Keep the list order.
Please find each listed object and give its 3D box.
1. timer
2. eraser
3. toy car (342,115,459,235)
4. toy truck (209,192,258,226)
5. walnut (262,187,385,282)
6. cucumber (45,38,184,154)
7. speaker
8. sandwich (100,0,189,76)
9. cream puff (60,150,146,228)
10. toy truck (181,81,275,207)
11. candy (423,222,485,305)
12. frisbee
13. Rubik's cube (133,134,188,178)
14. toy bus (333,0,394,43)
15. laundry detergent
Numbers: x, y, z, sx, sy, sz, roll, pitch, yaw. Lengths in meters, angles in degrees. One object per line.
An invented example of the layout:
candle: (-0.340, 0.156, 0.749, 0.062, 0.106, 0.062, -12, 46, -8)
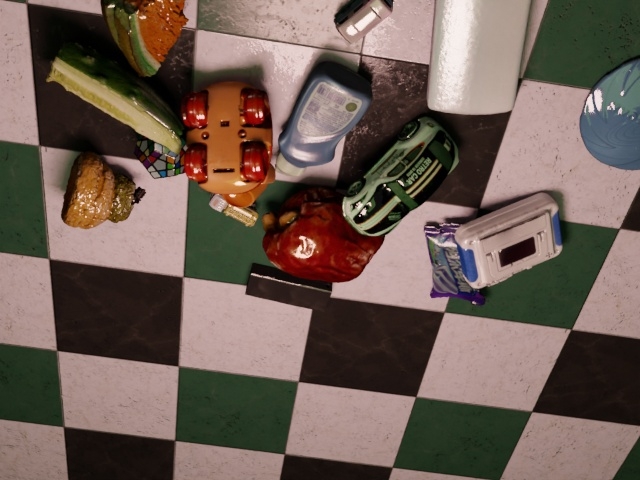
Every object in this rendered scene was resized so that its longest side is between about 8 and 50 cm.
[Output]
timer: (0.456, 0.006, 1.945, 0.253, 0.078, 0.178, -23, 126, -4)
eraser: (0.319, -0.403, 1.651, 0.189, 0.104, 0.290, -1, 129, -1)
toy car: (0.188, -0.132, 1.809, 0.306, 0.125, 0.136, -47, 117, -1)
toy truck: (-0.208, -0.083, 1.962, 0.123, 0.063, 0.052, 28, 126, -18)
walnut: (0.000, 0.000, 1.940, 0.269, 0.222, 0.244, 27, 157, -28)
cucumber: (-0.415, -0.313, 1.732, 0.325, 0.105, 0.145, 33, 152, -11)
speaker: (-0.083, 0.124, 2.133, 0.218, 0.044, 0.082, 13, 128, -7)
sandwich: (-0.348, -0.443, 1.660, 0.160, 0.109, 0.185, -30, 150, -12)
cream puff: (-0.503, -0.106, 1.904, 0.169, 0.183, 0.183, 15, 129, -24)
toy truck: (-0.189, -0.209, 1.804, 0.189, 0.239, 0.265, 0, 88, 9)
candy: (0.340, 0.064, 2.051, 0.145, 0.070, 0.275, 0, 131, 14)
frisbee: (0.715, -0.267, 1.773, 0.289, 0.049, 0.289, 1, 129, 2)
Rubik's cube: (-0.355, -0.199, 1.844, 0.133, 0.133, 0.112, -8, 100, 9)
toy bus: (0.087, -0.452, 1.642, 0.123, 0.075, 0.060, -35, 120, 26)
laundry detergent: (-0.009, -0.252, 1.804, 0.143, 0.094, 0.290, 22, 130, -19)
